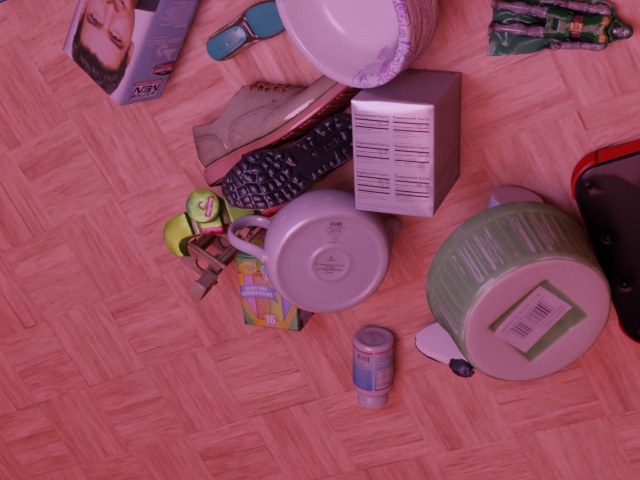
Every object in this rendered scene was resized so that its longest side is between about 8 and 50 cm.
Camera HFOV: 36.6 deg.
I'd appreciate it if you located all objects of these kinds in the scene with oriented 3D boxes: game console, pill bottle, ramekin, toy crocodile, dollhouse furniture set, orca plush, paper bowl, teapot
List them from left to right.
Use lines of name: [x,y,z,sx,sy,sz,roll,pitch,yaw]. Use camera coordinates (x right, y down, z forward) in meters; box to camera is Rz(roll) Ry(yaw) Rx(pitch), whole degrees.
dollhouse furniture set: [-0.217,0.001,1.969,0.101,0.182,0.161,35,125,4]
toy crocodile: [-0.149,-0.068,1.890,0.340,0.115,0.105,-21,84,1]
teapot: [0.000,0.000,1.811,0.252,0.187,0.256,-39,119,11]
paper bowl: [0.070,-0.411,1.618,0.284,0.148,0.284,29,143,24]
pill bottle: [0.110,0.267,2.019,0.087,0.087,0.160,10,119,19]
orca plush: [0.336,0.192,1.903,0.287,0.102,0.151,-24,59,22]
pill bottle: [0.333,0.013,1.768,0.119,0.119,0.209,20,123,14]
ramekin: [0.347,0.098,1.663,0.303,0.148,0.304,-6,124,-9]
game console: [0.641,-0.007,1.667,0.341,0.060,0.387,-16,108,26]

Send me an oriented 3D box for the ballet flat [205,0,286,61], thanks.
ballet flat: [-0.123,-0.398,1.790,0.206,0.067,0.073,-18,108,28]

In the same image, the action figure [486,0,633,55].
action figure: [0.394,-0.357,1.587,0.232,0.063,0.137,9,116,16]

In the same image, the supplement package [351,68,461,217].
supplement package: [0.154,-0.177,1.703,0.149,0.194,0.203,7,118,20]

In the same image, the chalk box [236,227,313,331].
chalk box: [-0.085,0.058,1.972,0.132,0.132,0.213,5,116,22]

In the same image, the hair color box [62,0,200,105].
hair color box: [-0.335,-0.458,1.800,0.185,0.113,0.374,43,127,19]

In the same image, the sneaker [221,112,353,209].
sneaker: [-0.043,-0.131,1.789,0.283,0.124,0.107,-25,86,1]

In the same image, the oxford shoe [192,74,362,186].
oxford shoe: [-0.091,-0.246,1.817,0.397,0.140,0.147,-29,85,25]

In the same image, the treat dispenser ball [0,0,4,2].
treat dispenser ball: [-0.660,-0.580,1.801,0.288,0.288,0.288,10,119,19]
